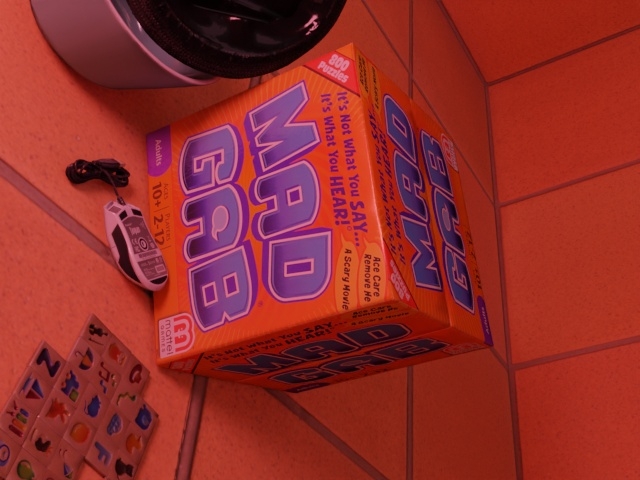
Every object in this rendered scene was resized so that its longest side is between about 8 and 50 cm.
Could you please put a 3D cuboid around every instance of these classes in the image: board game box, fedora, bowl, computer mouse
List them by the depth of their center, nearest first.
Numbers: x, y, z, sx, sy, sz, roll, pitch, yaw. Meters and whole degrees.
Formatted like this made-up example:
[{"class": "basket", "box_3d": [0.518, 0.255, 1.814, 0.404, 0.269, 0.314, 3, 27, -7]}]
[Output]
[{"class": "fedora", "box_3d": [-0.118, -0.375, 1.038, 0.334, 0.334, 0.152, 42, 5, -45]}, {"class": "computer mouse", "box_3d": [-0.263, -0.017, 1.070, 0.193, 0.042, 0.106, 67, 21, 3]}, {"class": "bowl", "box_3d": [-0.273, -0.333, 1.108, 0.311, 0.163, 0.311, 40, 41, -47]}, {"class": "board game box", "box_3d": [0.000, 0.000, 1.204, 0.356, 0.357, 0.356, 27, 50, -55]}]

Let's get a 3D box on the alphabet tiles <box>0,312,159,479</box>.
[{"class": "alphabet tiles", "box_3d": [-0.273, 0.207, 0.942, 0.198, 0.009, 0.237, 55, 31, -30]}]
